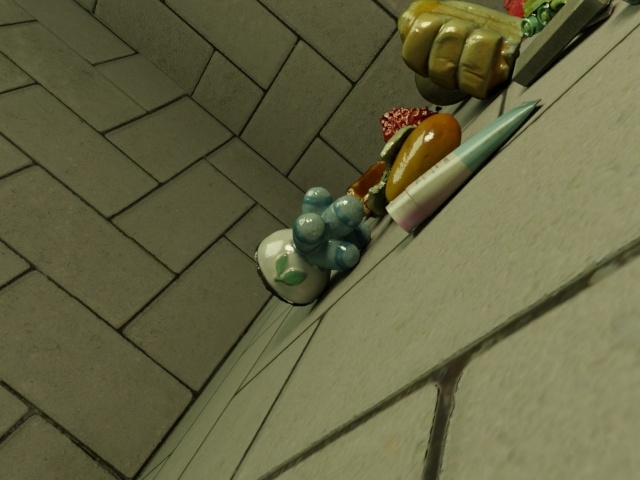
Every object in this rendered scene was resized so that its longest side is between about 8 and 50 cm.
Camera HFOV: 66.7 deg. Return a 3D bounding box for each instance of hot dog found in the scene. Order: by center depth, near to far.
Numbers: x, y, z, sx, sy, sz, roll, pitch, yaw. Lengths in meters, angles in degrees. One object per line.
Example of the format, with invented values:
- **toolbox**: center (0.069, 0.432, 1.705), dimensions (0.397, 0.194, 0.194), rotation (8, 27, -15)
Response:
- **hot dog**: center (0.169, -0.153, 1.503), dimensions (0.337, 0.135, 0.100), rotation (-48, -37, -54)

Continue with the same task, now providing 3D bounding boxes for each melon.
- **melon**: center (0.475, -0.619, 1.709), dimensions (0.301, 0.237, 0.237), rotation (-47, 5, 40)

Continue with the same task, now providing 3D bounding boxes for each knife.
- **knife**: center (0.508, -0.425, 0.953), dimensions (0.046, 0.022, 0.256), rotation (-54, 6, 14)

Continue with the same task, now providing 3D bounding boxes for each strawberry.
- **strawberry**: center (0.318, -0.351, 1.693), dimensions (0.234, 0.234, 0.178), rotation (140, 139, -71)

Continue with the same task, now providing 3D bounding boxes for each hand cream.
- **hand cream**: center (0.259, -0.138, 0.882), dimensions (0.312, 0.070, 0.111), rotation (-41, 4, 16)

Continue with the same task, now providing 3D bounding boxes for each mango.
- **mango**: center (0.235, -0.186, 1.121), dimensions (0.253, 0.113, 0.138), rotation (-55, 17, -3)

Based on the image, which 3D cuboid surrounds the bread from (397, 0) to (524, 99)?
- **bread**: center (0.365, -0.519, 1.328), dimensions (0.300, 0.341, 0.210), rotation (-58, -14, -47)

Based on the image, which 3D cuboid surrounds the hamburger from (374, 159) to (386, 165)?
- **hamburger**: center (0.195, -0.188, 1.753), dimensions (0.231, 0.107, 0.231), rotation (-48, 8, 9)

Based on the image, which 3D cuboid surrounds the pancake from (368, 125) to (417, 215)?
- **pancake**: center (0.196, -0.176, 1.241), dimensions (0.253, 0.037, 0.253), rotation (-43, -31, -35)

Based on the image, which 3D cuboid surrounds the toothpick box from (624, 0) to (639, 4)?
- **toothpick box**: center (0.490, -0.443, 0.708), dimensions (0.153, 0.101, 0.101), rotation (-50, 3, 24)

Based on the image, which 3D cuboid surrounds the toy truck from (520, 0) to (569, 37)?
- **toy truck**: center (0.505, -0.537, 1.001), dimensions (0.128, 0.135, 0.259), rotation (-29, 9, 0)

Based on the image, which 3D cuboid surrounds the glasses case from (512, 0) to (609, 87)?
- **glasses case**: center (0.449, -0.386, 0.922), dimensions (0.070, 0.047, 0.205), rotation (-65, 6, -31)

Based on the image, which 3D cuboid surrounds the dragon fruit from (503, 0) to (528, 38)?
- **dragon fruit**: center (0.702, -0.788, 1.526), dimensions (0.261, 0.163, 0.189), rotation (-50, 31, -8)

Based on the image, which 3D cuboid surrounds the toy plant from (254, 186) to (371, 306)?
- **toy plant**: center (0.000, 0.000, 1.297), dimensions (0.332, 0.247, 0.247), rotation (-43, 7, 34)
